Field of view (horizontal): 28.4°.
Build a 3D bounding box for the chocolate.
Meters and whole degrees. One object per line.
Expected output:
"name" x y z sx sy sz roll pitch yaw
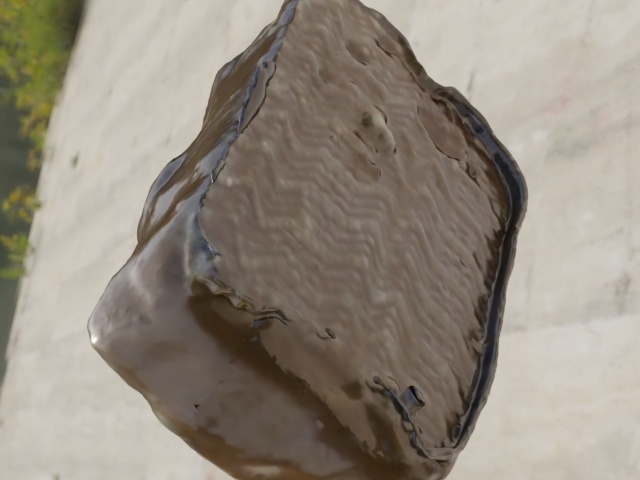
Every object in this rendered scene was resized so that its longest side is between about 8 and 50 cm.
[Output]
"chocolate" 0.000 0.000 0.520 0.093 0.148 0.214 -34 20 33
